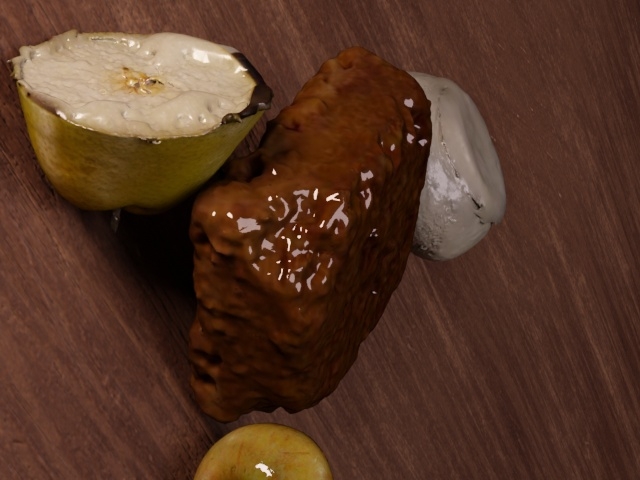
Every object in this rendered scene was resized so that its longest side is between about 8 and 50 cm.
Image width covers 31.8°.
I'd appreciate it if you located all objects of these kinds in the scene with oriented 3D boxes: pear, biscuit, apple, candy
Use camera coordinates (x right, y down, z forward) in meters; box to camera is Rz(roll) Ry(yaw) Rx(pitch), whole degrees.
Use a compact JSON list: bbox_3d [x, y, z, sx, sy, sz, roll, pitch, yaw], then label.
[{"bbox_3d":[-0.190,-0.107,1.176,0.267,0.267,0.178,-42,152,-49],"label":"pear"},{"bbox_3d":[0.000,0.000,1.333,0.395,0.166,0.343,-53,160,-43],"label":"biscuit"},{"bbox_3d":[-0.064,0.302,1.299,0.155,0.182,0.182,37,55,-66],"label":"apple"},{"bbox_3d":[0.149,-0.108,1.653,0.295,0.185,0.295,36,41,-41],"label":"candy"}]

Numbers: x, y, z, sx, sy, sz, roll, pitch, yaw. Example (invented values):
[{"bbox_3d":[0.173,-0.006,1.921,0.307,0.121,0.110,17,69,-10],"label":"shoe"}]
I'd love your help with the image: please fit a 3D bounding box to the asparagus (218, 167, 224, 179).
[{"bbox_3d":[-0.094,-0.024,1.435,0.016,0.013,0.166,-44,122,-36],"label":"asparagus"}]
